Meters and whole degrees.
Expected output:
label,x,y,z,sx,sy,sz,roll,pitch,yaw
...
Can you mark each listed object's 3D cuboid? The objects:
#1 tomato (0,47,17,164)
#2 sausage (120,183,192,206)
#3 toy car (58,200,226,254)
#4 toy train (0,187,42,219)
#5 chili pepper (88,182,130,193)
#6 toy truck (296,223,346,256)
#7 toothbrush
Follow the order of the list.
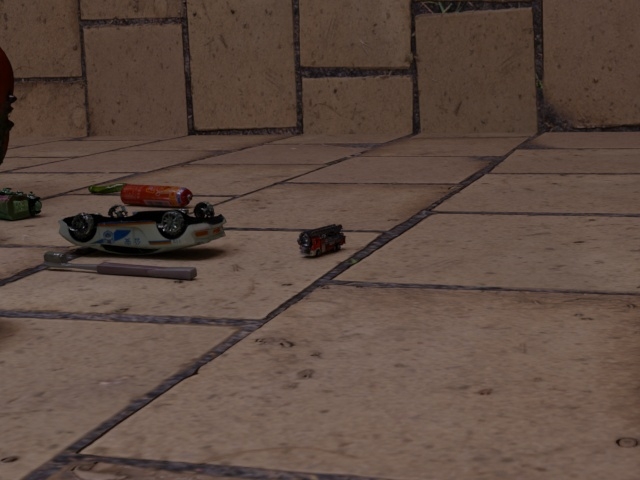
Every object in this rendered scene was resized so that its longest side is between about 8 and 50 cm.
label,x,y,z,sx,sy,sz,roll,pitch,yaw
tomato,-0.638,-0.200,1.774,0.321,0.322,0.321,-2,9,0
sausage,-0.247,-0.068,1.746,0.129,0.034,0.034,4,11,32
toy car,-0.210,-0.013,1.336,0.204,0.056,0.095,-2,9,19
toy train,-0.476,-0.056,1.699,0.148,0.038,0.071,5,11,42
chili pepper,-0.355,-0.089,1.940,0.083,0.017,0.030,-1,8,6
toy truck,0.000,0.000,1.294,0.024,0.032,0.083,9,15,32
toothbrush,-0.217,0.028,1.211,0.194,0.017,0.014,6,17,25
